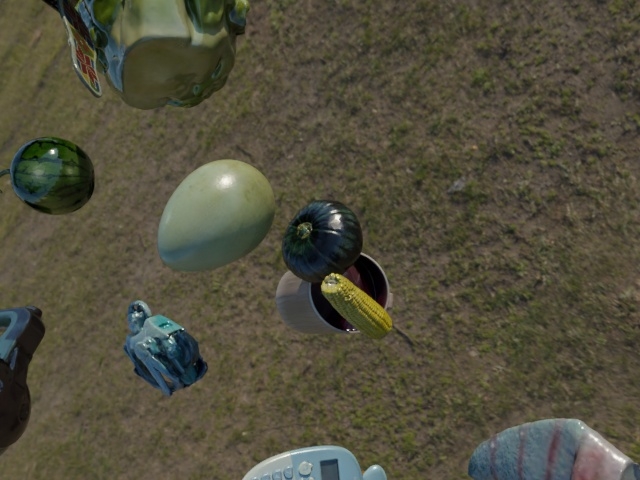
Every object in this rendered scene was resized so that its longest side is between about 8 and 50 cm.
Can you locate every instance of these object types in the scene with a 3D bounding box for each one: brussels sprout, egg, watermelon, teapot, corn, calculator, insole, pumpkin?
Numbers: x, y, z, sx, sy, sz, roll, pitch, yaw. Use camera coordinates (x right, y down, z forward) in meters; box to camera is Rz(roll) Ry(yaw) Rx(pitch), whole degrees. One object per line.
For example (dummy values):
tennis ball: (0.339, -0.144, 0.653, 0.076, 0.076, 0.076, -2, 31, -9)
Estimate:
brussels sprout: (-0.247, -0.350, 0.955, 0.328, 0.247, 0.328, 169, 90, -77)
egg: (-0.236, -0.050, 1.410, 0.295, 0.218, 0.218, -40, 37, -18)
watermelon: (-0.331, -0.081, 0.778, 0.109, 0.109, 0.109, -23, 56, 38)
teapot: (-0.586, 0.238, 1.006, 0.312, 0.233, 0.315, -14, 41, 19)
corn: (0.074, 0.133, 1.246, 0.067, 0.206, 0.067, -25, 43, 26)
calculator: (-0.014, 0.500, 1.237, 0.042, 0.303, 0.188, 139, 127, -70)
insole: (-0.282, -0.231, 0.744, 0.006, 0.065, 0.193, -29, 51, 3)
pumpkin: (0.000, 0.000, 1.437, 0.202, 0.140, 0.202, -21, 55, 33)

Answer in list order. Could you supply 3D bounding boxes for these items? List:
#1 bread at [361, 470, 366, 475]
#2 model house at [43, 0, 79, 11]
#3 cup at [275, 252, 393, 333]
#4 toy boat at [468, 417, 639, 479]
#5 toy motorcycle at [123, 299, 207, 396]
bread: (0.143, 0.668, 1.413, 0.344, 0.195, 0.149, -121, 44, -57)
model house: (-0.523, -0.561, 1.265, 0.164, 0.203, 0.141, -22, 57, 16)
cup: (0.048, 0.135, 1.685, 0.273, 0.288, 0.208, -20, 90, 62)
toy boat: (0.323, 0.346, 0.934, 0.282, 0.096, 0.206, 4, 100, 59)
toy motorcycle: (-0.417, 0.287, 1.648, 0.260, 0.154, 0.206, 27, 117, 28)
